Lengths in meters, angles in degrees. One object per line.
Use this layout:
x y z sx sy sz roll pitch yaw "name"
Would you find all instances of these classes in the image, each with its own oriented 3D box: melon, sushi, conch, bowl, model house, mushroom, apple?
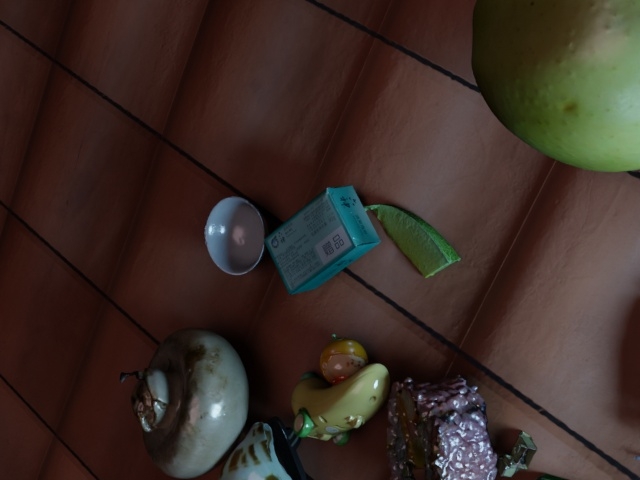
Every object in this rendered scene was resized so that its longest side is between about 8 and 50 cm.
0.192 -0.009 1.967 0.262 0.053 0.114 42 134 31 "melon"
0.240 0.406 1.866 0.236 0.171 0.270 -1 94 64 "sushi"
-0.130 0.623 2.114 0.368 0.197 0.249 60 166 17 "conch"
-0.183 -0.014 2.204 0.189 0.086 0.188 2 94 35 "bowl"
0.391 0.431 1.834 0.058 0.057 0.083 -114 41 -62 "model house"
-0.341 0.388 2.198 0.362 0.295 0.362 -27 57 51 "mushroom"
0.473 -0.332 1.486 0.474 0.474 0.473 3 95 36 "apple"

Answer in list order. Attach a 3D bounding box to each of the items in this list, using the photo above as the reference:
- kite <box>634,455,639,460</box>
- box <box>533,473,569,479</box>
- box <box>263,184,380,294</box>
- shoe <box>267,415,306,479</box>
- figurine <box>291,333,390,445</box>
0.664 0.352 1.655 0.160 0.010 0.182 17 101 30 "kite"
0.499 0.546 1.750 0.199 0.081 0.135 9 99 34 "box"
0.000 0.000 2.052 0.245 0.092 0.153 -37 73 40 "box"
-0.071 0.494 2.187 0.071 0.049 0.179 -11 104 52 "shoe"
0.045 0.322 2.011 0.324 0.124 0.222 -37 40 50 "figurine"
